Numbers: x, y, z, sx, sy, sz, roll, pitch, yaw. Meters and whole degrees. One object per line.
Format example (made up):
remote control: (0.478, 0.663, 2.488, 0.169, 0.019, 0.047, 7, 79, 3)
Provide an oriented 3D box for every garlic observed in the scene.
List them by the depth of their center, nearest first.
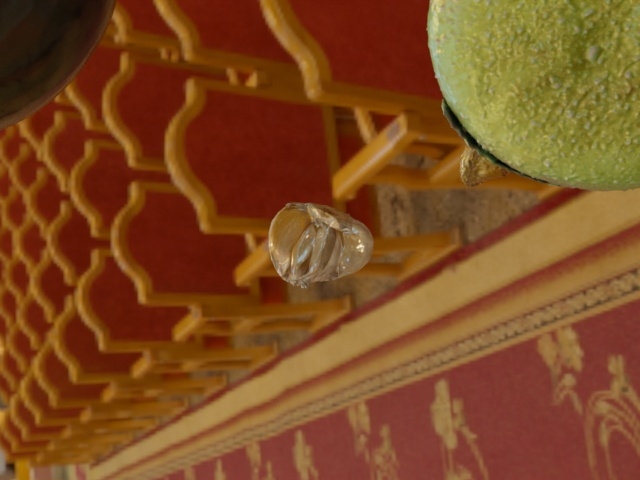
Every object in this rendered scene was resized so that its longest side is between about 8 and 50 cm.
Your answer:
garlic: (0.001, 0.003, 1.106, 0.113, 0.074, 0.094, 20, 116, 20)

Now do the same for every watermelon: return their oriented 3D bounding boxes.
watermelon: (-0.356, -0.269, 1.087, 0.359, 0.279, 0.279, -52, 20, -12)

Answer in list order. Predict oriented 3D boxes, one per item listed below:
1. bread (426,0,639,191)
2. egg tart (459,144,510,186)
bread: (0.221, -0.160, 0.796, 0.045, 0.301, 0.301, -70, -2, -55)
egg tart: (0.207, -0.109, 1.173, 0.049, 0.129, 0.129, 34, 128, 24)
